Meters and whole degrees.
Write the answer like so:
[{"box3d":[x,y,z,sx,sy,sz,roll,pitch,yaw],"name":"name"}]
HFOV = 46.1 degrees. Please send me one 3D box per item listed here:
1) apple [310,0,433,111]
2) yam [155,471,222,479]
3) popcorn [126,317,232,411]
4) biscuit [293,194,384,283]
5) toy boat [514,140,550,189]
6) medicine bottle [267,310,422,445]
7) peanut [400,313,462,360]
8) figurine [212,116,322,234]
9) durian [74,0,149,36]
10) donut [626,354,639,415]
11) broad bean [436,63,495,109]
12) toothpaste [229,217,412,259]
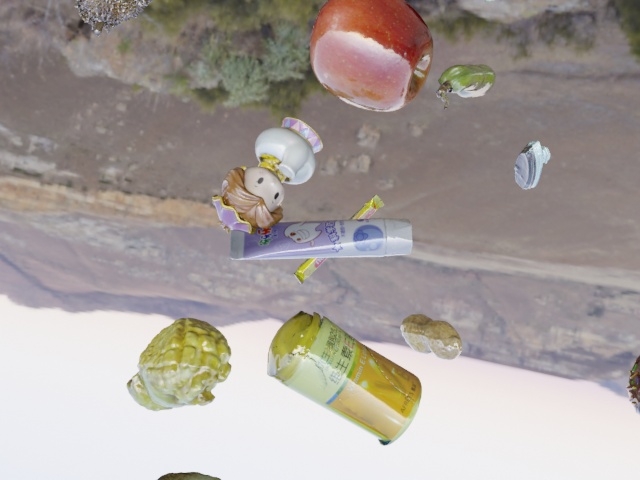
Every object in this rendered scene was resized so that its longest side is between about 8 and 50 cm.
[{"box3d":[0.075,-0.283,1.111,0.168,0.181,0.181,30,-179,17],"name":"apple"},{"box3d":[-0.305,0.578,1.445,0.168,0.304,0.168,32,-165,-10],"name":"yam"},{"box3d":[-0.327,0.287,1.791,0.173,0.225,0.286,41,142,-21],"name":"popcorn"},{"box3d":[0.044,-0.004,1.881,0.026,0.292,0.048,45,179,37],"name":"biscuit"},{"box3d":[0.447,-0.163,1.574,0.059,0.066,0.140,55,170,30],"name":"toy boat"},{"box3d":[0.032,0.203,1.143,0.238,0.124,0.124,33,170,-13],"name":"medicine bottle"},{"box3d":[0.252,0.221,1.713,0.089,0.089,0.192,14,180,-27],"name":"peanut"},{"box3d":[-0.110,-0.122,1.522,0.142,0.263,0.189,42,161,-17],"name":"figurine"},{"box3d":[-0.414,-0.498,1.500,0.166,0.196,0.196,21,173,-20],"name":"durian"},{"box3d":[0.702,0.260,1.471,0.096,0.216,0.230,33,163,-8],"name":"donut"},{"box3d":[0.268,-0.293,1.384,0.067,0.075,0.325,36,-156,16],"name":"broad bean"},{"box3d":[0.000,0.000,1.549,0.371,0.080,0.125,-2,-144,-2],"name":"toothpaste"}]
